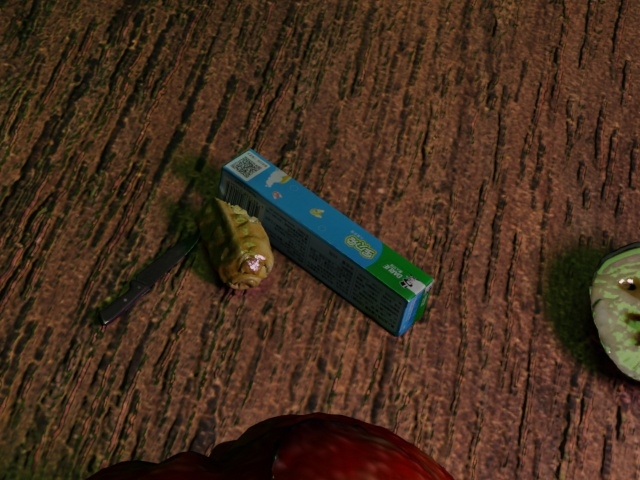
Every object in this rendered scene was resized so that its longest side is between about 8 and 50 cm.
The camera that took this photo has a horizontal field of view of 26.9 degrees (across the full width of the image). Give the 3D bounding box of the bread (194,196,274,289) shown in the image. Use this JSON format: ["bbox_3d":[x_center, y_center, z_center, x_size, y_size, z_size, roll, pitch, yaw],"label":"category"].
[{"bbox_3d":[-0.089,0.004,1.434,0.066,0.060,0.110,-21,53,-8],"label":"bread"}]

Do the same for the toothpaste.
[{"bbox_3d":[0.000,0.000,1.452,0.267,0.065,0.050,36,48,21],"label":"toothpaste"}]

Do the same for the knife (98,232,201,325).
[{"bbox_3d":[-0.179,0.037,1.420,0.023,0.010,0.170,35,49,13],"label":"knife"}]

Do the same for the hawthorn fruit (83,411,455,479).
[{"bbox_3d":[-0.034,0.326,0.962,0.403,0.403,0.402,5,47,-6],"label":"hawthorn fruit"}]

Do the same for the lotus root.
[{"bbox_3d":[0.383,0.094,1.433,0.204,0.078,0.183,15,60,13],"label":"lotus root"}]
